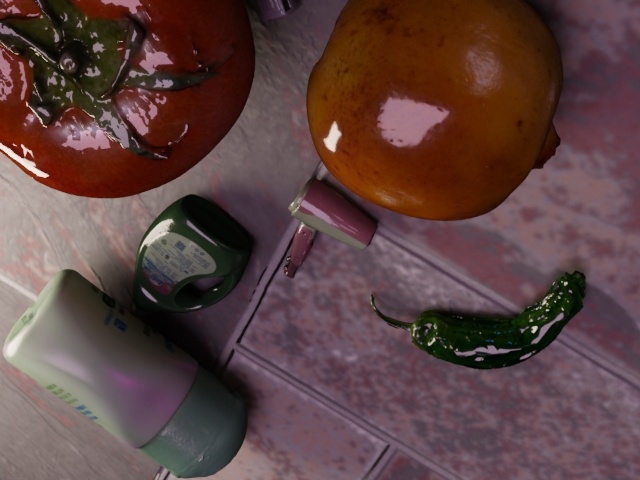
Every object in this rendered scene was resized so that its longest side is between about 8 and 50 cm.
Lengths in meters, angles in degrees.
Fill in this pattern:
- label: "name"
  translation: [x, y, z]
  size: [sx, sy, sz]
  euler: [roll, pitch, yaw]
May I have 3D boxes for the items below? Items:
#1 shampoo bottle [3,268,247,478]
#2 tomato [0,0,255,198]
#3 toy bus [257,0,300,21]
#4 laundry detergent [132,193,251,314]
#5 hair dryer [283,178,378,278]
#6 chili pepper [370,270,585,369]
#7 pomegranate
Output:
- label: "shampoo bottle"
  translation: [-0.254, 0.196, 1.471]
  size: [0.349, 0.222, 0.151]
  euler: [40, 83, -14]
- label: "tomato"
  translation: [-0.229, -0.225, 1.157]
  size: [0.341, 0.273, 0.341]
  euler: [3, 112, 8]
- label: "toy bus"
  translation: [-0.063, -0.306, 1.163]
  size: [0.037, 0.052, 0.130]
  euler: [-7, 117, 29]
- label: "laundry detergent"
  translation: [-0.186, 0.041, 1.422]
  size: [0.137, 0.063, 0.211]
  euler: [36, 127, -9]
- label: "hair dryer"
  translation: [-0.007, -0.002, 1.338]
  size: [0.106, 0.054, 0.154]
  euler: [35, 137, -6]
- label: "chili pepper"
  translation: [0.196, 0.107, 1.302]
  size: [0.279, 0.065, 0.122]
  euler: [-11, 106, 26]
- label: "pomegranate"
  translation: [0.121, -0.145, 1.073]
  size: [0.264, 0.264, 0.264]
  euler: [11, 123, 17]
